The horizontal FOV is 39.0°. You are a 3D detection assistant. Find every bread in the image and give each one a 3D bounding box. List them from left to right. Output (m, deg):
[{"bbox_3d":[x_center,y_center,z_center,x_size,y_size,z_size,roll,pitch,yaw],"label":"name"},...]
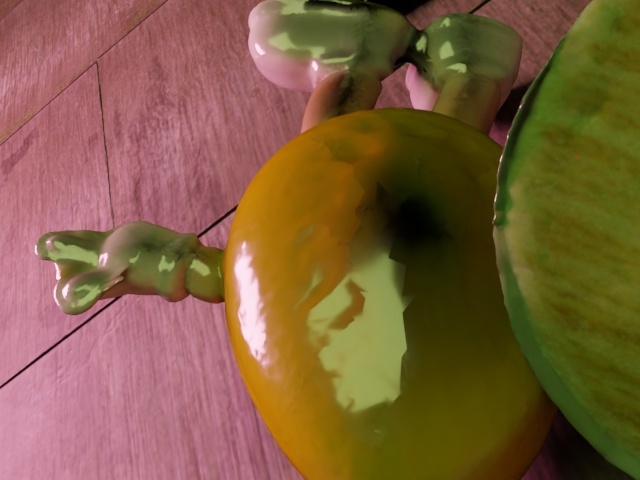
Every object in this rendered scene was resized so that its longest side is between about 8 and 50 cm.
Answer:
[{"bbox_3d":[0.216,-0.003,0.370,0.301,0.301,0.045,-18,10,32],"label":"bread"}]

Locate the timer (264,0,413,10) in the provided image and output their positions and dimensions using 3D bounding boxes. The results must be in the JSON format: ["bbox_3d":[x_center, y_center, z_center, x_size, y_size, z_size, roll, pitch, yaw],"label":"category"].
[{"bbox_3d":[0.031,-0.262,0.936,0.187,0.055,0.144,-27,44,18],"label":"timer"}]

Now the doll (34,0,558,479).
[{"bbox_3d":[0.025,-0.022,0.594,0.348,0.161,0.423,23,54,25],"label":"doll"}]
